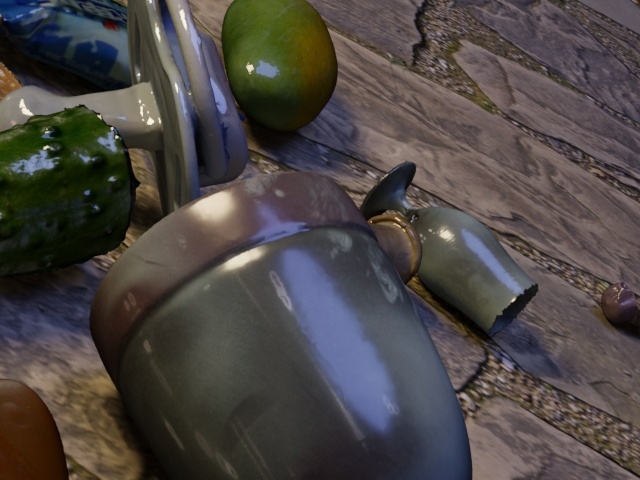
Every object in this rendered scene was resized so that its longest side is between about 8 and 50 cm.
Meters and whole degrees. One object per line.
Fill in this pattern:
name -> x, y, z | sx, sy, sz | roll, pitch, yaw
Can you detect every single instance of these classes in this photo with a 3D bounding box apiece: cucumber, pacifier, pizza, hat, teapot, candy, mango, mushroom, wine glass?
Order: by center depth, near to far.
teapot -> 0.005, 0.150, 1.093 | 0.312, 0.233, 0.315 | 59, 8, 26
cucumber -> -0.272, -0.024, 1.134 | 0.134, 0.134, 0.244 | 46, 41, 19
pacifier -> -0.187, -0.116, 1.298 | 0.225, 0.238, 0.287 | -12, 56, -13
pizza -> -0.310, -0.134, 1.349 | 0.078, 0.025, 0.083 | -9, 61, -49
mushroom -> 0.000, 0.008, 1.396 | 0.247, 0.096, 0.108 | 15, 50, -47
candy -> -0.234, -0.213, 1.501 | 0.331, 0.077, 0.187 | 22, 24, -35
wine glass -> 0.141, 0.011, 1.551 | 0.202, 0.093, 0.093 | 43, 28, 20
mango -> -0.046, -0.208, 1.646 | 0.156, 0.114, 0.251 | 56, 13, -24
hat -> 0.371, 0.088, 1.753 | 0.087, 0.042, 0.058 | 56, 6, -52

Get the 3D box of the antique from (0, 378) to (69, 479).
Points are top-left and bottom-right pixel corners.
antique -> -0.276, 0.154, 0.827 | 0.278, 0.129, 0.223 | -6, 49, -52

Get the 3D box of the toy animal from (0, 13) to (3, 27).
toy animal -> -0.366, -0.158, 1.262 | 0.214, 0.094, 0.186 | 30, 30, 25
